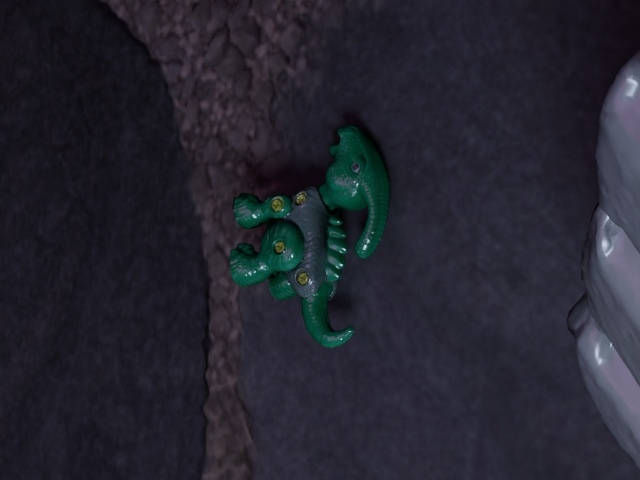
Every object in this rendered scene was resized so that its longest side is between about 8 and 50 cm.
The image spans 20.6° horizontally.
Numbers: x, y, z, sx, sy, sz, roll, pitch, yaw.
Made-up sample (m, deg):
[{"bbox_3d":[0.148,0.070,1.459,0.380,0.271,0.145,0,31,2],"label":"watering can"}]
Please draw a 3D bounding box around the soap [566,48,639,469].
[{"bbox_3d":[0.274,0.103,0.567,0.213,0.350,0.435,-30,64,-6],"label":"soap"}]

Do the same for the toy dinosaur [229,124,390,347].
[{"bbox_3d":[0.000,0.000,1.038,0.096,0.059,0.132,-18,67,34],"label":"toy dinosaur"}]
